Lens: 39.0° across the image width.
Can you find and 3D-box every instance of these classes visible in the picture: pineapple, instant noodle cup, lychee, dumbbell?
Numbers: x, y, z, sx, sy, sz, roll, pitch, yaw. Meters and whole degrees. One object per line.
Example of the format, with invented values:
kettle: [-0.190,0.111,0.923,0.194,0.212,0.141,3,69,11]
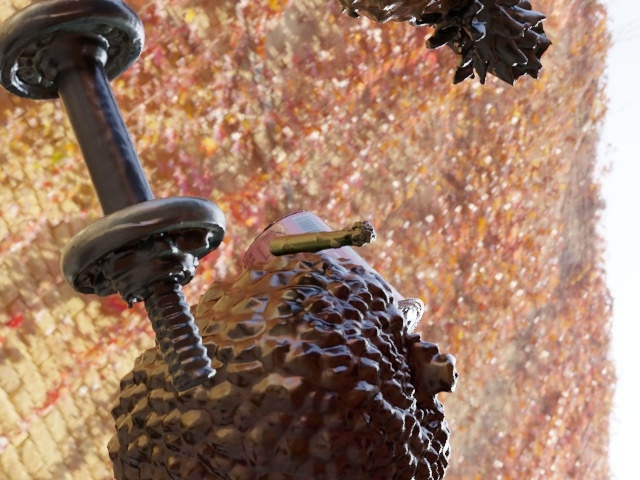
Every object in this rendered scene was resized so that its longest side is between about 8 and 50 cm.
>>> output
pineapple: [0.085,-0.219,0.703,0.157,0.158,0.278,-9,-28,44]
instant noodle cup: [0.004,0.092,1.511,0.255,0.244,0.244,50,-34,25]
lychee: [-0.027,0.132,0.690,0.271,0.236,0.236,-16,-59,3]
dumbbell: [-0.104,-0.047,0.441,0.081,0.081,0.254,-42,-114,51]

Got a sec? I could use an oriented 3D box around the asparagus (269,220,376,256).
asparagus: [0.000,0.000,0.577,0.127,0.018,0.015,-9,-94,61]
